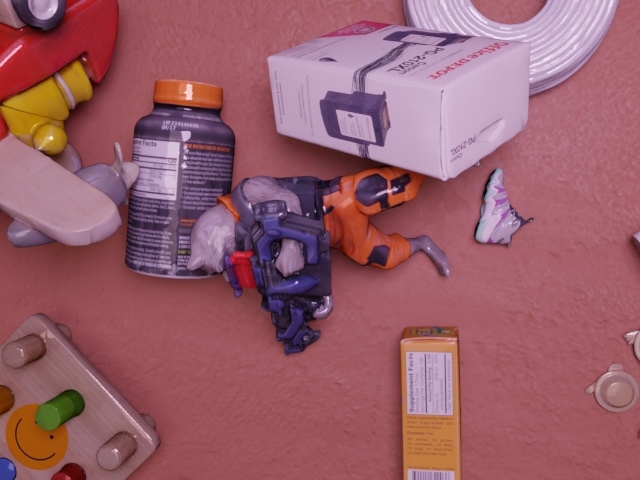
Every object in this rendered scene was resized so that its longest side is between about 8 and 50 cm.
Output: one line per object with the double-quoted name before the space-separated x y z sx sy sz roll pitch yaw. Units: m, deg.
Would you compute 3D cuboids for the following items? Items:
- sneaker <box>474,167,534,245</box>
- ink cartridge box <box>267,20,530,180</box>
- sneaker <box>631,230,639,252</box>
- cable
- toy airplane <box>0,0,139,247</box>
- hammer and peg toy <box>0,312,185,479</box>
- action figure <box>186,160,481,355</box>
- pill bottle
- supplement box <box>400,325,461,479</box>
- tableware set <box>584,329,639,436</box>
"sneaker" 0.241 -0.040 0.863 0.069 0.038 0.098 12 106 6
"ink cartridge box" 0.087 -0.166 0.747 0.237 0.172 0.100 22 131 38
"sneaker" 0.528 0.070 0.794 0.169 0.108 0.293 -35 88 13
"cable" 0.229 -0.303 0.812 0.257 0.089 0.257 -11 94 9
"toy airplane" -0.404 -0.116 0.819 0.384 0.272 0.386 -17 61 11
"hammer and peg toy" -0.357 0.315 0.934 0.266 0.127 0.361 -43 88 10
"action figure" 0.000 0.000 0.829 0.330 0.341 0.179 -7 58 -12
"pill bottle" -0.178 -0.080 0.872 0.130 0.130 0.246 7 96 8
"supplement box" 0.146 0.232 0.880 0.080 0.078 0.234 1 95 11
"tableware set" 0.439 0.191 0.862 0.168 0.020 0.141 43 98 4
